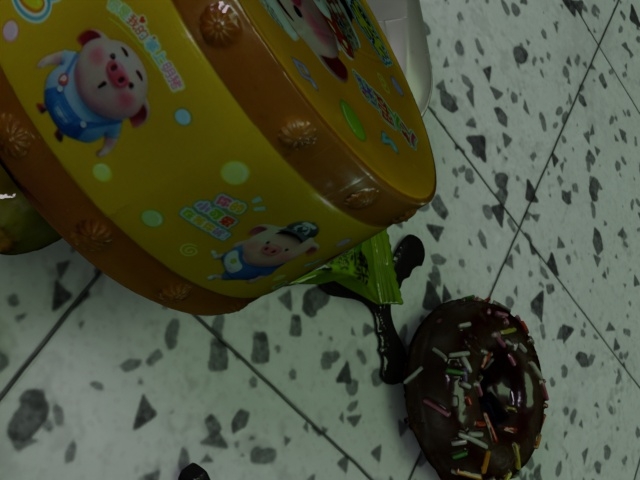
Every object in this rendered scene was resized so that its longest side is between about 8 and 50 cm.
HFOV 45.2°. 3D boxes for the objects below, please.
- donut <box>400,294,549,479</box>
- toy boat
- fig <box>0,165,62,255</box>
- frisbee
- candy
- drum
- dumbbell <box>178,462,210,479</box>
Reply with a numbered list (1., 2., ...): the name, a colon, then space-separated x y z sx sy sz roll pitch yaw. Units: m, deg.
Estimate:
1. donut: 0.219 0.207 1.052 0.269 0.103 0.270 11 74 -42
2. toy boat: 0.070 -0.257 1.008 0.140 0.140 0.270 -5 85 -41
3. fig: -0.258 -0.061 0.667 0.144 0.154 0.166 14 36 -22
4. frisbee: 0.067 0.076 1.012 0.187 0.012 0.211 20 71 -36
5. candy: 0.000 0.000 0.926 0.246 0.069 0.149 9 71 -39
6. drum: -0.087 -0.159 0.678 0.431 0.214 0.431 47 25 -30
7. dumbbell: -0.149 0.262 0.776 0.083 0.040 0.036 -29 69 -40
